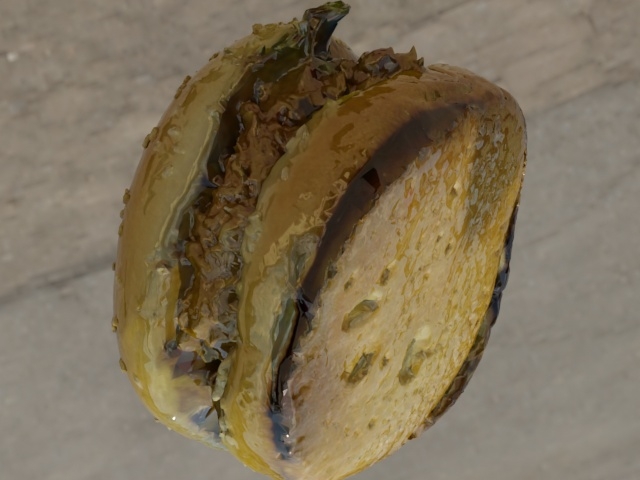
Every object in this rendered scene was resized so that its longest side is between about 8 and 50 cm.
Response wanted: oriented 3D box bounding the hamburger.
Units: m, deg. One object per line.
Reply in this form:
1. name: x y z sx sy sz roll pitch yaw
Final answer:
1. hamburger: 0.002 0.006 0.682 0.191 0.118 0.182 20 97 -60
